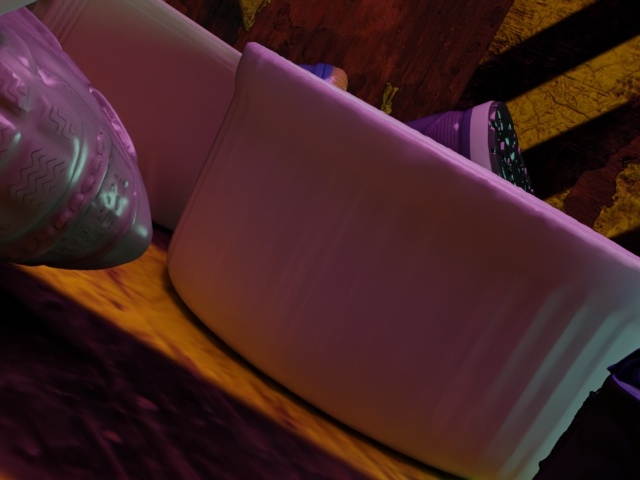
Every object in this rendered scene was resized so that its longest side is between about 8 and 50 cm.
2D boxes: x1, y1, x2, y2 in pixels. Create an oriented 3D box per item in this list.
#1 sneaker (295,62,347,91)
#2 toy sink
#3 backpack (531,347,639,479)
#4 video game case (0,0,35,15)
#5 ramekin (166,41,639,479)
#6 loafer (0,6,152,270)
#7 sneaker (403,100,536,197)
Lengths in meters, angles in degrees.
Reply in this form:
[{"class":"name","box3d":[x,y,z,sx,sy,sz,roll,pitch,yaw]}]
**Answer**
[{"class":"sneaker","box3d":[-0.073,-0.080,0.849,0.131,0.112,0.296,20,-9,-15]},{"class":"toy sink","box3d":[-0.167,-0.116,0.698,0.234,0.131,0.153,29,6,-43]},{"class":"backpack","box3d":[0.189,0.127,0.472,0.158,0.117,0.173,36,8,38]},{"class":"video game case","box3d":[-0.196,-0.082,0.390,0.143,0.157,0.019,37,-32,45]},{"class":"ramekin","box3d":[0.051,0.015,0.615,0.277,0.135,0.277,28,8,-5]},{"class":"loafer","box3d":[-0.182,-0.073,0.501,0.319,0.112,0.111,40,1,44]},{"class":"sneaker","box3d":[0.109,0.003,0.876,0.124,0.107,0.283,-6,-42,20]}]
